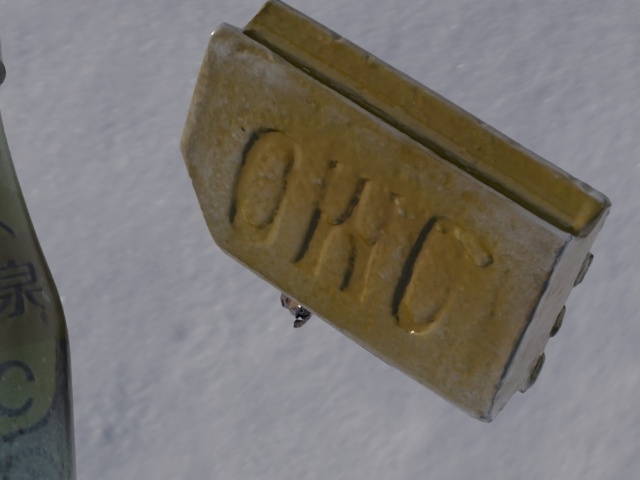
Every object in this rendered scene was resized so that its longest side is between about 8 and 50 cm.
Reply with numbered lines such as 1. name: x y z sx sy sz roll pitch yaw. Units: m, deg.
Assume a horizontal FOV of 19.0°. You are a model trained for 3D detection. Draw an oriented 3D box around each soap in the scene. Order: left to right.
1. soap: 0.032 -0.018 1.059 0.232 0.073 0.140 33 127 18

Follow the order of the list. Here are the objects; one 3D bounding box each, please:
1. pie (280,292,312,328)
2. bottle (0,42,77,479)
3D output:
1. pie: 0.000 0.000 1.657 0.034 0.092 0.170 22 73 -9
2. bottle: -0.136 0.025 0.731 0.083 0.083 0.270 -21 55 23
